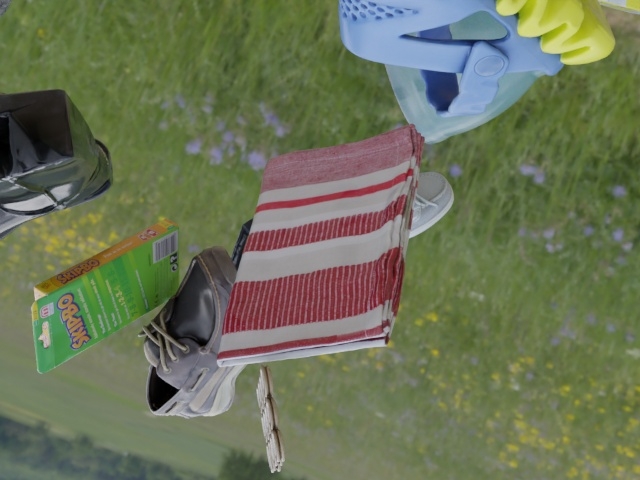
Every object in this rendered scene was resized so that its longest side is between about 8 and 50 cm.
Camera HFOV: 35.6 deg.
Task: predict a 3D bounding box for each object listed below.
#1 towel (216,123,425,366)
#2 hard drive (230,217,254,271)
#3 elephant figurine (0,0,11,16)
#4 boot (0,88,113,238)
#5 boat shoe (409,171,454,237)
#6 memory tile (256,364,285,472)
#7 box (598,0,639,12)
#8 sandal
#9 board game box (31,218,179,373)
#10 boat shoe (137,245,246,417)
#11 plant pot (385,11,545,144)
[{"bbox_3d":[0.000,0.000,1.239,0.237,0.329,0.037,-12,136,28],"label":"towel"},{"bbox_3d":[-0.030,-0.007,1.506,0.054,0.255,0.172,45,138,19],"label":"hard drive"},{"bbox_3d":[-0.352,-0.261,0.771,0.186,0.169,0.239,5,136,24],"label":"elephant figurine"},{"bbox_3d":[-0.485,-0.079,1.400,0.445,0.367,0.146,-176,61,-84],"label":"boot"},{"bbox_3d":[0.100,-0.063,1.858,0.321,0.118,0.103,-15,141,-10],"label":"boat shoe"},{"bbox_3d":[-0.059,0.213,1.179,0.012,0.113,0.148,-8,162,-9],"label":"memory tile"},{"bbox_3d":[0.281,-0.271,1.044,0.179,0.043,0.105,6,-165,-19],"label":"box"},{"bbox_3d":[0.061,-0.170,0.660,0.317,0.126,0.138,26,128,-37],"label":"sandal"},{"bbox_3d":[-0.296,0.074,1.376,0.039,0.259,0.124,24,127,27],"label":"board game box"},{"bbox_3d":[-0.183,0.153,1.418,0.132,0.130,0.355,56,148,34],"label":"boat shoe"},{"bbox_3d":[0.216,-0.298,1.403,0.196,0.293,0.293,-11,154,22],"label":"plant pot"}]
